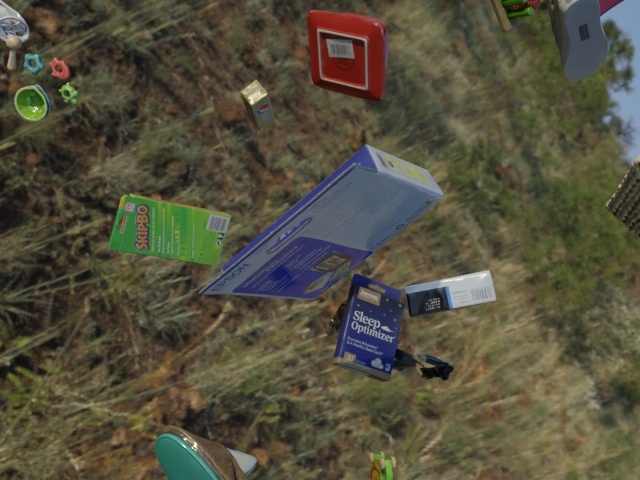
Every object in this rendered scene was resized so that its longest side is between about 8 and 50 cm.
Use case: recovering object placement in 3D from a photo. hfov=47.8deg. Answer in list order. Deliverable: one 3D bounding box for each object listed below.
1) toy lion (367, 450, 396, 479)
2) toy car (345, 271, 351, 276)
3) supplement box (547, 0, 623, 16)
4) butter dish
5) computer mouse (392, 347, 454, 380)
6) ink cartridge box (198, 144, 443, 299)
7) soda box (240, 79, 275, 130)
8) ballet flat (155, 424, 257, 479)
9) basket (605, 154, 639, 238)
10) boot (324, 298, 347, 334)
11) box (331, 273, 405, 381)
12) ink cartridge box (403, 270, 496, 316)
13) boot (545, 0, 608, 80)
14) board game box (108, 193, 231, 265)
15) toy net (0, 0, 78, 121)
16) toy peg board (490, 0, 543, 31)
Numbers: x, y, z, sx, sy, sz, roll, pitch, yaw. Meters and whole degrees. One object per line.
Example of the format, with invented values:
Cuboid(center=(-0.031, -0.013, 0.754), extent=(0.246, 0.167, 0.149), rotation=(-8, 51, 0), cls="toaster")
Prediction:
Cuboid(center=(0.128, 0.495, 1.513), extent=(0.100, 0.034, 0.096), rotation=(159, -71, -72), cls="toy lion")
Cuboid(center=(0.000, 0.000, 1.536), extent=(0.188, 0.149, 0.155), rotation=(-15, 114, -74), cls="toy car")
Cuboid(center=(0.701, -0.625, 1.913), extent=(0.081, 0.104, 0.188), rotation=(56, -6, -9), cls="supplement box")
Cuboid(center=(0.068, -0.361, 1.347), extent=(0.118, 0.160, 0.160), rotation=(-49, 147, -38), cls="butter dish")
Cuboid(center=(0.187, 0.289, 1.731), extent=(0.060, 0.262, 0.184), rotation=(-68, -169, -17), cls="computer mouse")
Cuboid(center=(0.003, -0.019, 1.097), extent=(0.307, 0.304, 0.072), rotation=(13, 43, -57), cls="ink cartridge box")
Cuboid(center=(-0.180, -0.388, 2.096), extent=(0.058, 0.061, 0.181), rotation=(51, -7, 14), cls="soda box")
Cuboid(center=(-0.119, 0.416, 1.140), extent=(0.342, 0.116, 0.124), rotation=(47, 36, 13), cls="ballet flat")
Cuboid(center=(0.838, -0.136, 1.557), extent=(0.266, 0.331, 0.328), rotation=(41, -7, 18), cls="basket")
Cuboid(center=(0.057, 0.187, 1.777), extent=(0.042, 0.118, 0.087), rotation=(48, -19, 18), cls="boot")
Cuboid(center=(0.115, 0.194, 1.649), extent=(0.136, 0.036, 0.225), rotation=(22, 65, -17), cls="box")
Cuboid(center=(0.257, 0.113, 1.474), extent=(0.333, 0.165, 0.065), rotation=(28, 50, -80), cls="ink cartridge box")
Cuboid(center=(0.499, -0.436, 1.427), extent=(0.258, 0.095, 0.123), rotation=(53, 20, -58), cls="boot")
Cuboid(center=(-0.332, -0.022, 1.597), extent=(0.259, 0.124, 0.039), rotation=(10, 12, -37), cls="board game box")
Cuboid(center=(-0.562, -0.351, 1.383), extent=(0.045, 0.122, 0.232), rotation=(-63, 133, -64), cls="toy net")
Cuboid(center=(0.474, -0.601, 1.686), extent=(0.079, 0.161, 0.161), rotation=(13, -41, 55), cls="toy peg board")
